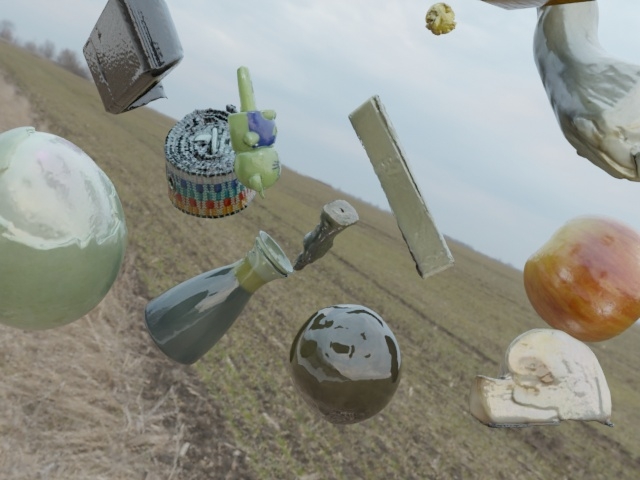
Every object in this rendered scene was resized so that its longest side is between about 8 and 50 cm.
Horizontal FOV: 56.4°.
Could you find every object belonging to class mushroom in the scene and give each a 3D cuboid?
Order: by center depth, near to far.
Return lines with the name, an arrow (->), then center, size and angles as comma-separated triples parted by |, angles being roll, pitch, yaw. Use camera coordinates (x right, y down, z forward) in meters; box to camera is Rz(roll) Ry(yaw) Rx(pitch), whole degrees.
mushroom -> 0.265, -0.167, 0.590 | 0.099, 0.096, 0.278 | 0, 51, -7
mushroom -> 0.395, 0.253, 1.130 | 0.236, 0.173, 0.162 | -1, -8, 0

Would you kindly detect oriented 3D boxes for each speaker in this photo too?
speaker -> -0.391, -0.414, 1.332 | 0.184, 0.180, 0.388 | -24, 9, -31

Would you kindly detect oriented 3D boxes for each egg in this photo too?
egg -> -0.459, -0.022, 0.974 | 0.278, 0.336, 0.278 | 12, 43, -12

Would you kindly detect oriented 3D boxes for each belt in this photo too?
belt -> -0.249, -0.174, 1.371 | 0.206, 0.161, 0.295 | -5, 40, -9

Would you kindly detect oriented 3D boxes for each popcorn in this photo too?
popcorn -> 0.302, -0.562, 1.538 | 0.084, 0.084, 0.084 | 24, 5, -2

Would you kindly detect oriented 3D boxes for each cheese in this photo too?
cheese -> 0.165, -0.116, 1.238 | 0.034, 0.085, 0.400 | -2, 65, -57

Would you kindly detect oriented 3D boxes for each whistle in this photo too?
whistle -> -0.115, -0.185, 1.036 | 0.085, 0.228, 0.105 | -7, 6, 1

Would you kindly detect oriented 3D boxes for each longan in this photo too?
longan -> 0.042, 0.203, 0.996 | 0.196, 0.197, 0.220 | 27, -15, 31

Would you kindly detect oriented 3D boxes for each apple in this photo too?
apple -> 0.571, 0.073, 1.263 | 0.233, 0.286, 0.286 | 44, 10, 13

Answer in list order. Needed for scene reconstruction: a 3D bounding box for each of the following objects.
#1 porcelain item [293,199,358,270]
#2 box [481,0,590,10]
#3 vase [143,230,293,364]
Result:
porcelain item -> 0.000, 0.000, 1.344 | 0.081, 0.216, 0.069 | -26, 71, -45
box -> 0.095, -0.282, 0.525 | 0.274, 0.076, 0.174 | 13, 17, -12
vase -> -0.219, 0.119, 1.320 | 0.173, 0.321, 0.173 | 51, 10, -13
